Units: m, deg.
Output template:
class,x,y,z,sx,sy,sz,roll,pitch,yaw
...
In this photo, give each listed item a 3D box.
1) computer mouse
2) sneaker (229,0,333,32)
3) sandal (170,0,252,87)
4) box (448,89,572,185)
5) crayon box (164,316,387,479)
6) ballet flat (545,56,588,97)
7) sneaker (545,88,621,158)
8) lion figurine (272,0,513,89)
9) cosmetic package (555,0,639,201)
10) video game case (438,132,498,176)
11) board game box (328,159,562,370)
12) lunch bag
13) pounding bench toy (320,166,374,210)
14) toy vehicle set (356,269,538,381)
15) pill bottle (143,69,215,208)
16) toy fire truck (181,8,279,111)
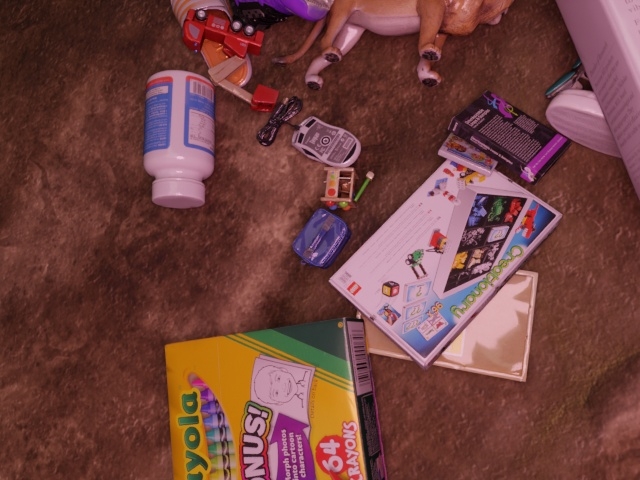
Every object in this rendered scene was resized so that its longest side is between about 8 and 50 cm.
class,x,y,z,sx,sy,sz,roll,pitch,yaw
computer mouse,-0.013,-0.177,0.980,0.193,0.042,0.106,32,84,22
sneaker,-0.088,-0.425,0.993,0.293,0.102,0.146,50,126,36
sandal,-0.209,-0.405,1.049,0.102,0.076,0.265,-32,74,6
box,0.297,-0.165,0.878,0.162,0.029,0.116,40,54,16
crayon box,-0.069,0.318,0.848,0.313,0.106,0.362,-12,77,19
ballet flat,0.413,-0.264,0.896,0.041,0.041,0.114,43,93,17
sneaker,0.501,-0.210,0.836,0.293,0.108,0.169,19,82,7
lion figurine,0.121,-0.385,0.937,0.392,0.142,0.240,8,75,19
cosmetic package,0.462,-0.279,0.703,0.230,0.161,0.453,-18,79,12
video game case,0.249,-0.155,0.890,0.087,0.011,0.122,27,51,14
board game box,0.187,0.020,0.849,0.305,0.053,0.193,-45,65,-9
lunch bag,0.000,0.000,0.930,0.067,0.065,0.098,33,88,17
pounding bench toy,0.048,-0.084,0.941,0.083,0.052,0.065,3,81,14
toy vehicle set,0.192,0.113,0.878,0.267,0.035,0.165,9,82,15
pill bottle,-0.250,-0.175,0.992,0.124,0.124,0.221,-3,79,13
toy fire truck,-0.160,-0.319,0.995,0.192,0.047,0.135,15,81,-10
